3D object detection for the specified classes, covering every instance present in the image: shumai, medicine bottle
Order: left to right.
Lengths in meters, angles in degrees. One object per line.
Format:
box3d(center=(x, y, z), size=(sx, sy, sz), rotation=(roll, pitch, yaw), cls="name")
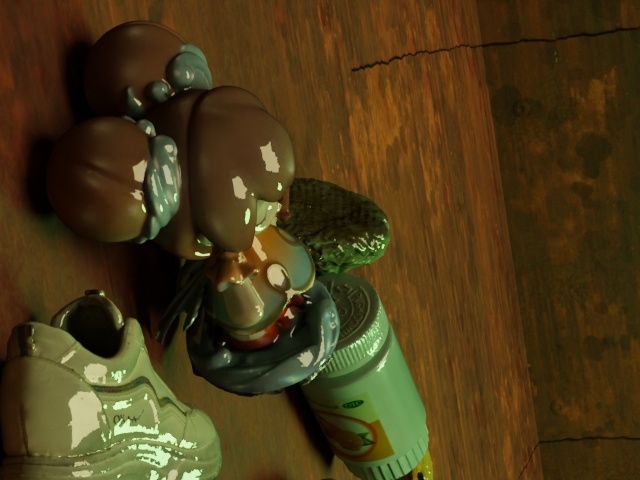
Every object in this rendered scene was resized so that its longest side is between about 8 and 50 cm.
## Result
box3d(center=(-0.005, 0.002, 2.090), size=(0.184, 0.184, 0.142), rotation=(-72, 178, -51), cls="shumai")
box3d(center=(0.054, 0.208, 2.093), size=(0.158, 0.158, 0.318), rotation=(-79, 154, -43), cls="medicine bottle")

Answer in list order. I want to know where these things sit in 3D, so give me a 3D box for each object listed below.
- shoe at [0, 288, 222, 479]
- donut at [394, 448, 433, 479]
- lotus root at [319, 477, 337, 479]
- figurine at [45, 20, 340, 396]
box3d(center=(-0.198, 0.151, 1.393), size=(0.342, 0.132, 0.211), rotation=(-1, 87, -68), cls="shoe")
box3d(center=(0.145, 0.422, 2.432), size=(0.190, 0.074, 0.174), rotation=(-83, 157, -46), cls="donut")
box3d(center=(0.012, 0.429, 1.883), size=(0.291, 0.193, 0.193), rotation=(-87, 162, -55), cls="lotus root")
box3d(center=(-0.125, -0.029, 1.569), size=(0.388, 0.248, 0.277), rotation=(78, 14, -46), cls="figurine")
